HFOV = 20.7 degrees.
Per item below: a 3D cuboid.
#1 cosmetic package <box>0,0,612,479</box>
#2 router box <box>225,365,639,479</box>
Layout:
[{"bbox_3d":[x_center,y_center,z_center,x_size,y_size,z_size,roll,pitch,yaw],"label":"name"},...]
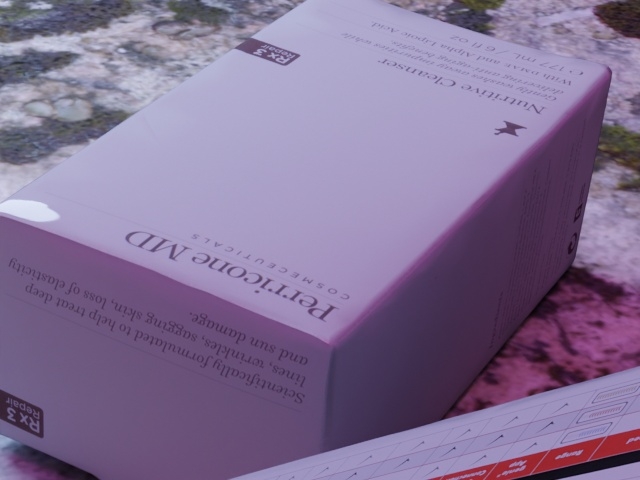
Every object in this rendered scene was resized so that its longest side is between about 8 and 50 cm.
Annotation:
[{"bbox_3d":[0.000,0.000,1.035,0.217,0.156,0.385,19,32,20],"label":"cosmetic package"},{"bbox_3d":[-0.029,0.164,0.461,0.335,0.082,0.301,-22,15,46],"label":"router box"}]
